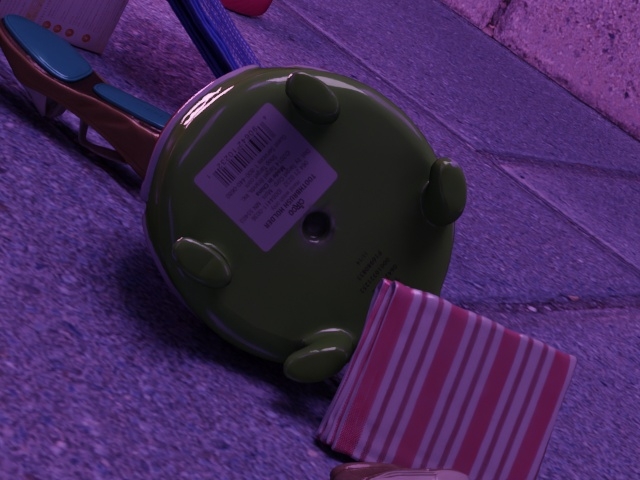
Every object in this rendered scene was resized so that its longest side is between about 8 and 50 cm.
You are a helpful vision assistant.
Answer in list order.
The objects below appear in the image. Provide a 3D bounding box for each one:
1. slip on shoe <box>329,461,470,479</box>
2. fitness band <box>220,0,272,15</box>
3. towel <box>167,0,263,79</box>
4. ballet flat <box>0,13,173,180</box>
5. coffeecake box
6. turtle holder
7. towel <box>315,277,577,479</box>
[{"bbox_3d":[0.062,0.187,1.136,0.135,0.051,0.041,2,35,-42],"label":"slip on shoe"},{"bbox_3d":[-0.208,-0.447,2.416,0.291,0.054,0.209,25,21,-14],"label":"fitness band"},{"bbox_3d":[-0.126,-0.268,1.880,0.243,0.040,0.336,58,7,-17],"label":"towel"},{"bbox_3d":[-0.237,-0.135,1.482,0.232,0.073,0.080,35,24,13],"label":"ballet flat"},{"bbox_3d":[-0.308,-0.312,1.732,0.185,0.142,0.068,15,23,-41],"label":"coffeecake box"},{"bbox_3d":[0.000,-0.019,1.287,0.320,0.243,0.227,13,6,-21],"label":"turtle holder"},{"bbox_3d":[0.105,0.128,1.218,0.197,0.144,0.029,23,-1,-23],"label":"towel"}]
